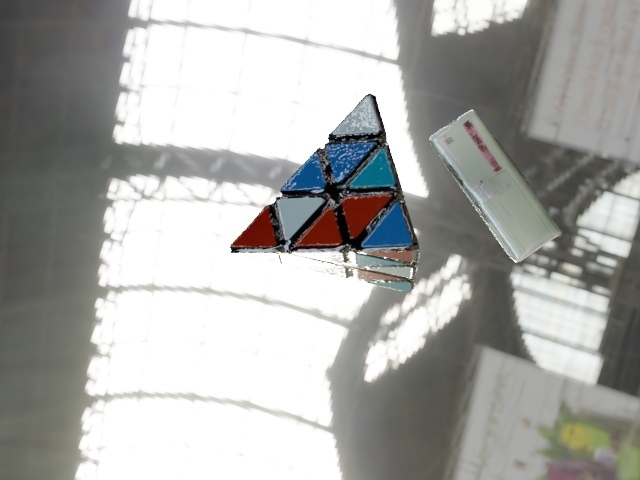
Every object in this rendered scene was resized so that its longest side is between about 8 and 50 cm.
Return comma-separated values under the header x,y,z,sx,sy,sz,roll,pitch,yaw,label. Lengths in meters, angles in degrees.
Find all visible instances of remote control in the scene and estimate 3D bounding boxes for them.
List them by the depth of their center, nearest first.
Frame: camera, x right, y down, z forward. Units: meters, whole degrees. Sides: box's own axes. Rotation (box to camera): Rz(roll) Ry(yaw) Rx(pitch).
x,y,z,sx,sy,sz,roll,pitch,yaw,label
0.189,-0.061,1.464,0.065,0.166,0.029,-33,-6,-6,remote control

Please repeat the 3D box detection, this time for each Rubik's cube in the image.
x,y,z,sx,sy,sz,roll,pitch,yaw,label
0.000,0.000,1.735,0.250,0.234,0.284,-105,3,-68,Rubik's cube
